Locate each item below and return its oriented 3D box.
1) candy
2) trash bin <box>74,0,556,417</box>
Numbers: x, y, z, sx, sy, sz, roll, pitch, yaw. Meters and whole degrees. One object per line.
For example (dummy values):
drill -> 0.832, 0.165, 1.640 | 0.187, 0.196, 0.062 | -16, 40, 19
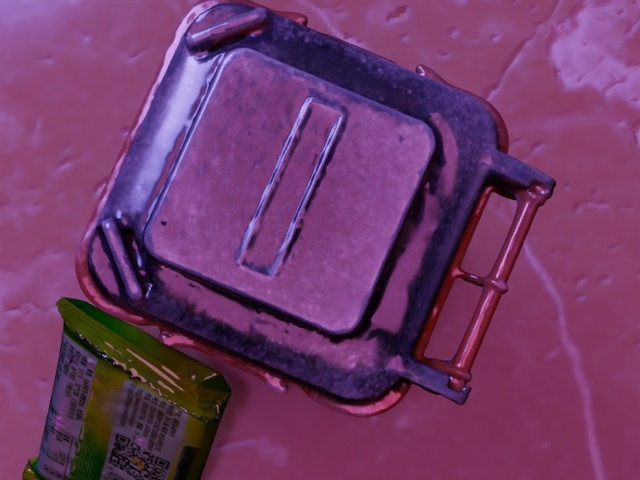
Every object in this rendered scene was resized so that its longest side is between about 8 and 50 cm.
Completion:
candy -> -0.100, 0.101, 0.883 | 0.102, 0.178, 0.032 | 30, 52, 8
trash bin -> 0.000, 0.000, 0.851 | 0.184, 0.238, 0.161 | 23, 83, 4
